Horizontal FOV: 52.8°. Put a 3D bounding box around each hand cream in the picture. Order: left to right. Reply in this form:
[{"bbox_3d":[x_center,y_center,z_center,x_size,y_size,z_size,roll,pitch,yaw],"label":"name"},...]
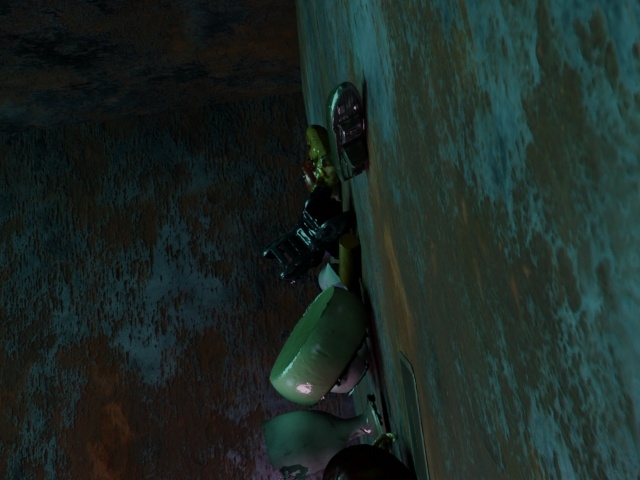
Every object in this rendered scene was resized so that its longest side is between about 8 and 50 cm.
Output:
[{"bbox_3d":[0.063,0.145,2.178,0.186,0.118,0.358,57,178,-2],"label":"hand cream"}]

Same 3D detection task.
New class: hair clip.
[{"bbox_3d":[-0.017,-0.014,1.921,0.194,0.310,0.206,51,-150,13],"label":"hair clip"}]

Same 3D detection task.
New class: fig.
[{"bbox_3d":[0.105,0.554,1.389,0.235,0.214,0.235,174,90,-79],"label":"fig"}]

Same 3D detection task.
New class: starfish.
[{"bbox_3d":[0.134,0.567,1.552,0.053,0.150,0.210,1,86,59],"label":"starfish"}]

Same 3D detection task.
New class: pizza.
[{"bbox_3d":[0.001,-0.200,2.273,0.440,0.130,0.406,-104,8,-73],"label":"pizza"}]

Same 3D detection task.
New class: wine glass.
[{"bbox_3d":[0.007,0.551,1.808,0.190,0.356,0.191,162,90,-87],"label":"wine glass"}]

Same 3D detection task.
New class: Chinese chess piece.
[{"bbox_3d":[0.000,0.300,1.838,0.349,0.146,0.349,-55,6,9],"label":"Chinese chess piece"}]

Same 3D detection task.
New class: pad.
[{"bbox_3d":[0.179,0.352,1.224,0.176,0.002,0.266,-137,38,-87],"label":"pad"}]

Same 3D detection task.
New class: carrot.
[{"bbox_3d":[0.085,0.065,1.881,0.225,0.067,0.067,87,174,-54],"label":"carrot"}]

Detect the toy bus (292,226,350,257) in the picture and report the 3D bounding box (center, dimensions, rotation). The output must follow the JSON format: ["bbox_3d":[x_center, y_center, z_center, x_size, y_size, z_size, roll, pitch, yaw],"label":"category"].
[{"bbox_3d":[0.000,0.000,2.107,0.108,0.198,0.096,88,174,-45],"label":"toy bus"}]

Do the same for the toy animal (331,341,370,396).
[{"bbox_3d":[0.062,0.406,2.106,0.154,0.208,0.325,42,162,3],"label":"toy animal"}]

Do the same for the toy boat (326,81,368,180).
[{"bbox_3d":[0.057,-0.215,1.293,0.085,0.078,0.261,52,163,32],"label":"toy boat"}]
